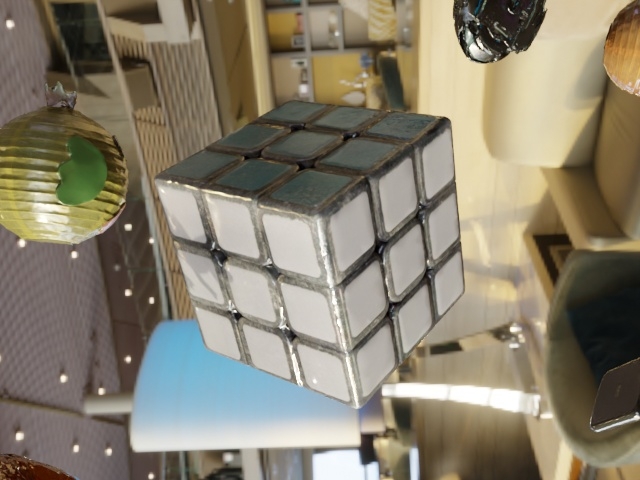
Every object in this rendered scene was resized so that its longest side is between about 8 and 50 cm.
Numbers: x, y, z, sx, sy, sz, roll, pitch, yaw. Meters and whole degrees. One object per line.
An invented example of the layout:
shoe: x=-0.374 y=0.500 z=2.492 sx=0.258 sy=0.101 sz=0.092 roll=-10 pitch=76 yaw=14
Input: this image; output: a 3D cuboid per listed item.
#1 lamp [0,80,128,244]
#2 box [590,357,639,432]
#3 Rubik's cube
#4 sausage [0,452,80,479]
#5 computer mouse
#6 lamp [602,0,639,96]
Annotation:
lamp: x=-0.460 y=-0.134 z=1.285 sx=0.250 sy=0.250 sz=0.284 roll=55 pitch=-144 yaw=-85
box: x=0.516 y=0.264 z=1.258 sx=0.126 sy=0.027 sz=0.125 roll=-58 pitch=3 yaw=-33
Rubik's cube: x=0.000 y=0.000 z=1.043 sx=0.301 sy=0.305 sz=0.304 roll=-39 pitch=-52 yaw=-40
sausage: x=-0.215 y=0.193 z=0.508 sx=0.179 sy=0.089 sz=0.089 roll=71 pitch=-164 yaw=-65
computer mouse: x=0.256 y=-0.362 z=1.064 sx=0.077 sy=0.146 sz=0.242 roll=16 pitch=77 yaw=60
lamp: x=0.433 y=-0.251 z=0.950 sx=0.136 sy=0.136 sz=0.136 roll=-3 pitch=-90 yaw=-87
